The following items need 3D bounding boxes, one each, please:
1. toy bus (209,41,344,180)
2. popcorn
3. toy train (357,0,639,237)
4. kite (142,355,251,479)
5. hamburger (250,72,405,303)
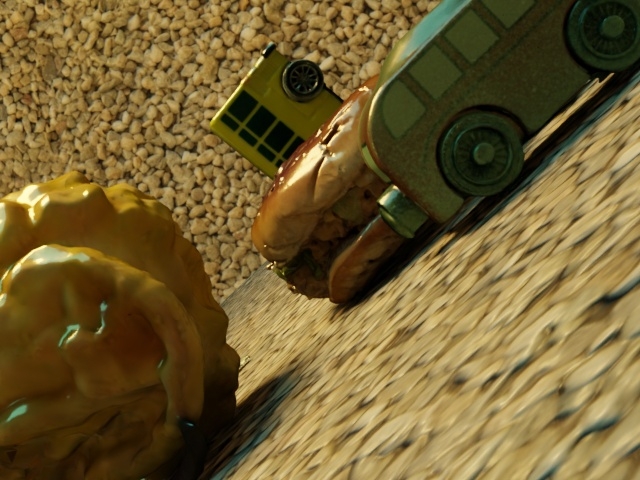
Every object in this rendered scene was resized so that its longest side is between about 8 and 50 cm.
[{"bbox_3d":[0.005,-0.101,1.510,0.150,0.262,0.128,-51,3,0],"label":"toy bus"},{"bbox_3d":[-0.214,0.121,1.201,0.349,0.349,0.382,-44,42,-11],"label":"popcorn"},{"bbox_3d":[0.156,-0.147,1.113,0.326,0.159,0.129,-45,1,0],"label":"toy train"},{"bbox_3d":[-0.220,0.271,1.587,0.368,0.014,0.406,-45,4,-14],"label":"kite"},{"bbox_3d":[0.037,-0.055,1.314,0.243,0.146,0.286,-51,-3,-46],"label":"hamburger"}]
